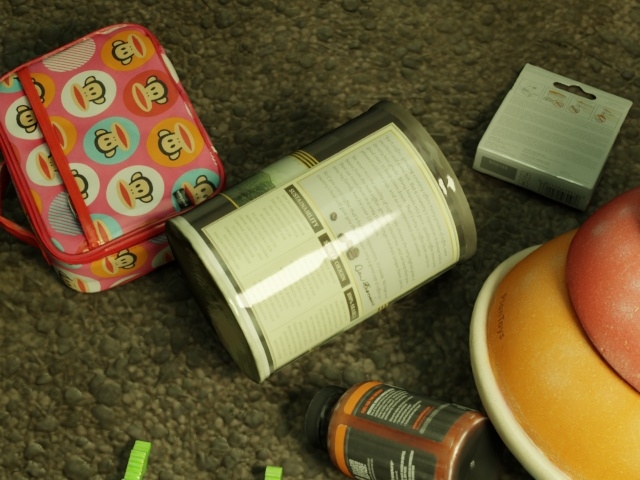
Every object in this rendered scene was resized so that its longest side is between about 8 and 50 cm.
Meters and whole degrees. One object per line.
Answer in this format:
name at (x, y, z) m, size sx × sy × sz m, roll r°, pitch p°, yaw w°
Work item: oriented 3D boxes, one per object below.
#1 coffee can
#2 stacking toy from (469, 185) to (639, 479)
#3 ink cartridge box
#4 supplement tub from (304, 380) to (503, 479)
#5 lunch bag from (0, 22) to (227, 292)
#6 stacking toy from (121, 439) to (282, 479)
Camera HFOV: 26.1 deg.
coffee can at (0.000, 0.000, 1.490) m, size 0.275 × 0.201 × 0.201 m, roll -30°, pitch 65°, yaw -14°
stacking toy at (0.382, 0.029, 1.271) m, size 0.350 × 0.480 × 0.351 m, roll 14°, pitch 49°, yaw -16°
ink cartridge box at (0.279, -0.127, 1.656) m, size 0.145 × 0.045 × 0.179 m, roll 22°, pitch 46°, yaw 13°
supplement tub at (0.080, 0.204, 1.410) m, size 0.197 × 0.106 × 0.106 m, roll 14°, pitch 60°, yaw 37°
lunch bag at (-0.261, -0.091, 1.600) m, size 0.258 × 0.120 × 0.293 m, roll -25°, pitch 62°, yaw -7°
stacking toy at (-0.137, 0.317, 1.409) m, size 0.166 × 0.052 × 0.221 m, roll 9°, pitch 62°, yaw 6°
